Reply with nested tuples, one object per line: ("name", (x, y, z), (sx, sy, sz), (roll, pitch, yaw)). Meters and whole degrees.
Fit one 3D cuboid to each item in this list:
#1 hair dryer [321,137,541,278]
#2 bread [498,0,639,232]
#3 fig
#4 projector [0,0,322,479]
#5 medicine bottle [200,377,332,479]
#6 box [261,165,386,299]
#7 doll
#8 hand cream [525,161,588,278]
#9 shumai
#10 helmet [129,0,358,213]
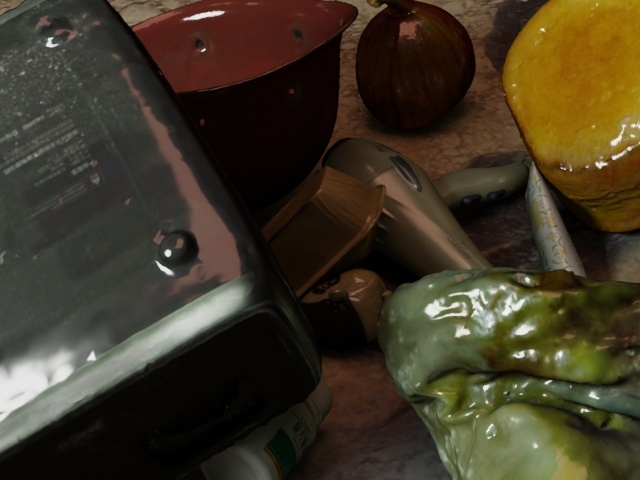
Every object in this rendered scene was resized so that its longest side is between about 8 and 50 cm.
("hair dryer", (0.170, -0.015, 1.465), (0.298, 0.119, 0.296), (0, 38, -17))
("bread", (0.357, -0.169, 1.488), (0.172, 0.312, 0.312), (27, 6, -46))
("fig", (0.120, -0.265, 1.728), (0.175, 0.207, 0.175), (-12, 29, 6))
("projector", (-0.262, 0.027, 1.126), (0.395, 0.242, 0.405), (-31, 60, -2))
("medicine bottle", (-0.047, 0.178, 1.195), (0.080, 0.080, 0.130), (15, 38, 26))
("box", (0.000, 0.000, 1.390), (0.111, 0.177, 0.111), (33, 32, -24))
("doll", (0.060, 0.072, 1.344), (0.179, 0.102, 0.088), (-2, 73, 2))
("hand cream", (0.256, 0.003, 1.417), (0.042, 0.067, 0.194), (-12, 52, -4))
("shumai", (0.203, 0.180, 1.113), (0.309, 0.304, 0.263), (-3, 66, 26))
("helmet", (-0.118, -0.140, 1.534), (0.385, 0.230, 0.337), (-2, 27, 21))
